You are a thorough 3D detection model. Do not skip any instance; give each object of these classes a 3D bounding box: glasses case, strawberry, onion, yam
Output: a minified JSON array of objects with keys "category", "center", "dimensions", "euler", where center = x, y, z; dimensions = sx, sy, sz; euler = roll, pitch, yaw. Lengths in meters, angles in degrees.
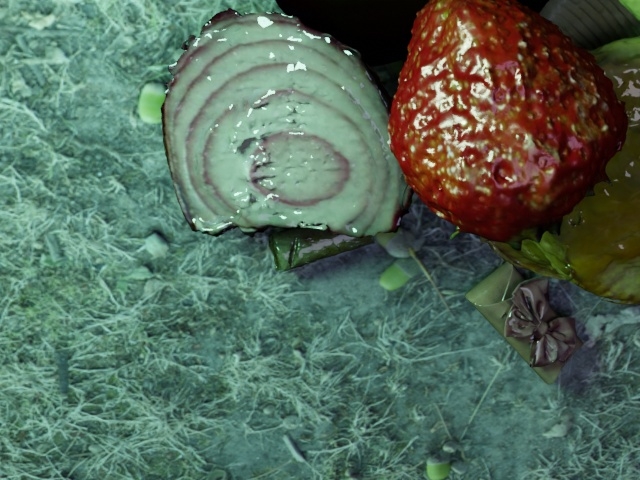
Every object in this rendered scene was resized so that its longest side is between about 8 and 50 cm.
[{"category":"glasses case","center":[0.297,0.114,1.852],"dimensions":[0.102,0.070,0.193],"euler":[-39,118,9]},{"category":"strawberry","center":[0.185,-0.142,1.426],"dimensions":[0.257,0.257,0.276],"euler":[-25,107,3]},{"category":"onion","center":[-0.024,-0.144,1.600],"dimensions":[0.315,0.146,0.280],"euler":[6,115,21]},{"category":"yam","center":[0.000,0.000,1.743],"dimensions":[0.132,0.054,0.054],"euler":[-16,120,-2]}]

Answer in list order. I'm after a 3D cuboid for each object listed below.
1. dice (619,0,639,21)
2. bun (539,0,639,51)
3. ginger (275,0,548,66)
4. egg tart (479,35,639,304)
[{"category":"dice","center":[0.415,-0.359,1.410],"dimensions":[0.233,0.238,0.227],"euler":[44,133,-13]},{"category":"bun","center":[0.319,-0.278,1.606],"dimensions":[0.231,0.133,0.231],"euler":[-9,144,-7]},{"category":"ginger","center":[0.108,-0.370,1.460],"dimensions":[0.359,0.211,0.413],"euler":[3,158,10]},{"category":"egg tart","center":[0.400,-0.058,1.652],"dimensions":[0.443,0.178,0.443],"euler":[-5,142,-4]}]
